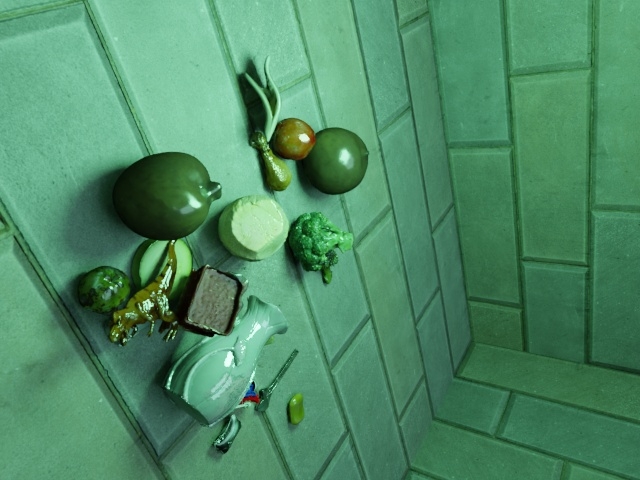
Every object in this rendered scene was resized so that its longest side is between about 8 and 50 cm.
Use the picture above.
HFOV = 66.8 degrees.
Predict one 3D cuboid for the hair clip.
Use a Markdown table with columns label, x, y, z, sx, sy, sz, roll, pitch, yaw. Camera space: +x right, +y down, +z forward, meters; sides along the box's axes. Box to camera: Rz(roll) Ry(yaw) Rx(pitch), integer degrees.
| label | x | y | z | sx | sy | sz | roll | pitch | yaw |
| --- | --- | --- | --- | --- | --- | --- | --- | --- | --- |
| hair clip | -0.190 | -0.518 | 1.776 | 0.172 | 0.113 | 0.282 | -103 | 174 | -73 |

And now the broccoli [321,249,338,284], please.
| label | x | y | z | sx | sy | sz | roll | pitch | yaw |
| --- | --- | --- | --- | --- | --- | --- | --- | --- | --- |
| broccoli | 0.029 | 0.116 | 2.235 | 0.118 | 0.122 | 0.204 | -34 | 137 | -30 |

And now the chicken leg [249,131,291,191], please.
| label | x | y | z | sx | sy | sz | roll | pitch | yaw |
| --- | --- | --- | --- | --- | --- | --- | --- | --- | --- |
| chicken leg | -0.191 | -0.301 | 1.864 | 0.251 | 0.087 | 0.107 | 62 | 36 | -30 |

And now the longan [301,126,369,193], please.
| label | x | y | z | sx | sy | sz | roll | pitch | yaw |
| --- | --- | --- | --- | --- | --- | --- | --- | --- | --- |
| longan | 0.066 | -0.335 | 2.055 | 0.297 | 0.297 | 0.297 | -11 | 104 | -54 |

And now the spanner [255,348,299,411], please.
| label | x | y | z | sx | sy | sz | roll | pitch | yaw |
| --- | --- | --- | --- | --- | --- | --- | --- | --- | --- |
| spanner | -0.178 | 0.585 | 2.054 | 0.325 | 0.026 | 0.093 | -50 | 134 | -40 |

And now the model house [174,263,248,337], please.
| label | x | y | z | sx | sy | sz | roll | pitch | yaw |
| --- | --- | --- | --- | --- | --- | --- | --- | --- | --- |
| model house | -0.371 | 0.197 | 1.553 | 0.160 | 0.254 | 0.195 | 27 | 66 | -29 |

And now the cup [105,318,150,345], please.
| label | x | y | z | sx | sy | sz | roll | pitch | yaw |
| --- | --- | --- | --- | --- | --- | --- | --- | --- | --- |
| cup | -0.568 | 0.261 | 1.433 | 0.116 | 0.074 | 0.104 | -31 | 143 | -54 |

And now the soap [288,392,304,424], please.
| label | x | y | z | sx | sy | sz | roll | pitch | yaw |
| --- | --- | --- | --- | --- | --- | --- | --- | --- | --- |
| soap | -0.107 | 0.749 | 2.159 | 0.089 | 0.045 | 0.140 | -21 | 113 | -49 |

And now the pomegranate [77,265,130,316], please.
| label | x | y | z | sx | sy | sz | roll | pitch | yaw |
| --- | --- | --- | --- | --- | --- | --- | --- | --- | --- |
| pomegranate | -0.584 | 0.150 | 1.337 | 0.138 | 0.126 | 0.163 | -62 | 142 | -48 |

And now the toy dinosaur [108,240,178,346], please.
| label | x | y | z | sx | sy | sz | roll | pitch | yaw |
| --- | --- | --- | --- | --- | --- | --- | --- | --- | --- |
| toy dinosaur | -0.477 | 0.183 | 1.423 | 0.432 | 0.097 | 0.208 | -73 | 148 | -55 |

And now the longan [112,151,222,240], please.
| label | x | y | z | sx | sy | sz | roll | pitch | yaw |
| --- | --- | --- | --- | --- | --- | --- | --- | --- | --- |
| longan | -0.431 | -0.125 | 1.390 | 0.300 | 0.300 | 0.243 | -54 | 158 | -36 |

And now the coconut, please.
| label | x | y | z | sx | sy | sz | roll | pitch | yaw |
| --- | --- | --- | --- | --- | --- | --- | --- | --- | --- |
| coconut | -0.241 | -0.044 | 1.709 | 0.239 | 0.244 | 0.239 | 1 | 87 | -17 |

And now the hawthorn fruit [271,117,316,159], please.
| label | x | y | z | sx | sy | sz | roll | pitch | yaw |
| --- | --- | --- | --- | --- | --- | --- | --- | --- | --- |
| hawthorn fruit | -0.101 | -0.395 | 1.894 | 0.173 | 0.173 | 0.172 | -11 | 104 | -54 |

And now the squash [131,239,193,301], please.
| label | x | y | z | sx | sy | sz | roll | pitch | yaw |
| --- | --- | --- | --- | --- | --- | --- | --- | --- | --- |
| squash | -0.494 | 0.091 | 1.535 | 0.219 | 0.041 | 0.219 | -18 | 112 | -57 |

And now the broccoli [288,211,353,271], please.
| label | x | y | z | sx | sy | sz | roll | pitch | yaw |
| --- | --- | --- | --- | --- | --- | --- | --- | --- | --- |
| broccoli | 0.000 | 0.000 | 2.040 | 0.270 | 0.270 | 0.269 | 0 | 96 | -11 |

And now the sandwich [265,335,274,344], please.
| label | x | y | z | sx | sy | sz | roll | pitch | yaw |
| --- | --- | --- | --- | --- | --- | --- | --- | --- | --- |
| sandwich | -0.269 | 0.375 | 1.820 | 0.163 | 0.114 | 0.079 | -30 | 119 | -48 |

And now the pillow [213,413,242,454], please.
| label | x | y | z | sx | sy | sz | roll | pitch | yaw |
| --- | --- | --- | --- | --- | --- | --- | --- | --- | --- |
| pillow | -0.345 | 0.725 | 1.817 | 0.091 | 0.055 | 0.135 | 46 | 54 | -25 |

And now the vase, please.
| label | x | y | z | sx | sy | sz | roll | pitch | yaw |
| --- | --- | --- | --- | --- | --- | --- | --- | --- | --- |
| vase | -0.303 | 0.392 | 1.647 | 0.445 | 0.250 | 0.249 | -49 | 132 | -33 |

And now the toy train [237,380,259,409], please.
| label | x | y | z | sx | sy | sz | roll | pitch | yaw |
| --- | --- | --- | --- | --- | --- | --- | --- | --- | --- |
| toy train | -0.317 | 0.562 | 1.808 | 0.204 | 0.083 | 0.131 | 20 | 77 | -54 |
